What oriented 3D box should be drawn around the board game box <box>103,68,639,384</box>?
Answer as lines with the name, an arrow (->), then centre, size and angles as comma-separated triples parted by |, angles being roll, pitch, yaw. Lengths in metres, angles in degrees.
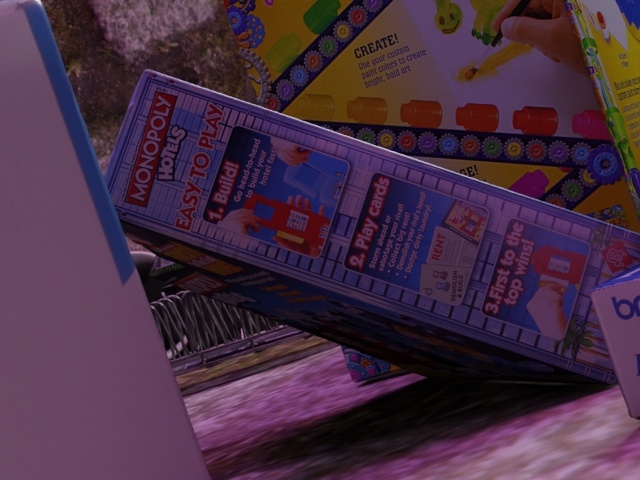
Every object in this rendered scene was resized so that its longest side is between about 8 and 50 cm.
board game box -> 0.000, 0.000, 0.588 | 0.194, 0.060, 0.194 | 22, -10, -15

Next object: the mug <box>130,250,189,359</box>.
mug -> -0.182, 0.071, 1.460 | 0.150, 0.113, 0.169 | -17, -2, 7

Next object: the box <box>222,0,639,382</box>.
box -> 0.105, -0.102, 0.832 | 0.177, 0.279, 0.290 | -18, 1, 27

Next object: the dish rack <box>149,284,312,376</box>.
dish rack -> -0.046, 0.051, 1.126 | 0.208, 0.074, 0.271 | -19, 1, 11

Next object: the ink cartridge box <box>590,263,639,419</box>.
ink cartridge box -> 0.192, 0.001, 0.412 | 0.207, 0.046, 0.097 | -18, 1, 37

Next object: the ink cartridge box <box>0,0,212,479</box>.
ink cartridge box -> -0.214, 0.057, 0.538 | 0.197, 0.198, 0.270 | -21, 3, -40
